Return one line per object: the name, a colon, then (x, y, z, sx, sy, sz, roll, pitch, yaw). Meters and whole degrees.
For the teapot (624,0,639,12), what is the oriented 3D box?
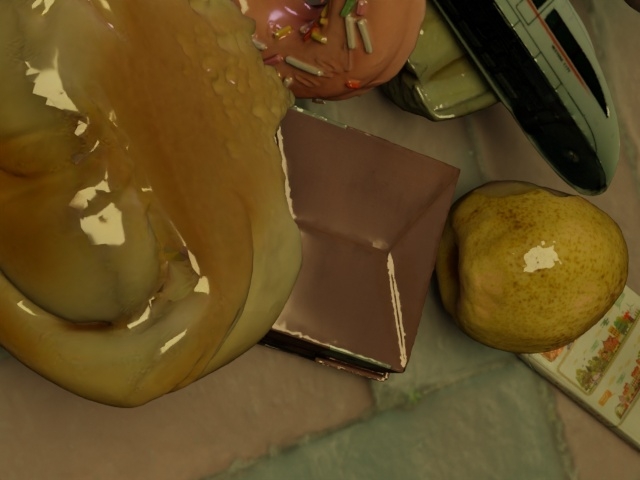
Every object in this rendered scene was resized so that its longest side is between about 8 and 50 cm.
teapot: (0.299, -0.365, 1.845, 0.344, 0.253, 0.300, -38, 69, -11)

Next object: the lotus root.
lotus root: (0.090, -0.224, 1.822, 0.119, 0.138, 0.235, -27, 97, -15)

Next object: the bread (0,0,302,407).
bread: (-0.178, -0.076, 1.616, 0.329, 0.245, 0.424, -20, 96, -1)

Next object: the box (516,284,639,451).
box: (0.293, 0.117, 1.938, 0.220, 0.032, 0.122, 38, 76, -16)

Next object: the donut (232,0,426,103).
donut: (-0.022, -0.214, 1.740, 0.085, 0.233, 0.199, -28, 142, -50)

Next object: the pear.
pear: (0.194, 0.020, 1.829, 0.178, 0.178, 0.178, 1, 87, -21)

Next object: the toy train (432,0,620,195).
toy train: (0.156, -0.220, 1.748, 0.088, 0.086, 0.407, -45, 110, -26)

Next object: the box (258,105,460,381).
box: (0.000, 0.000, 1.803, 0.215, 0.086, 0.215, 20, 81, -18)
